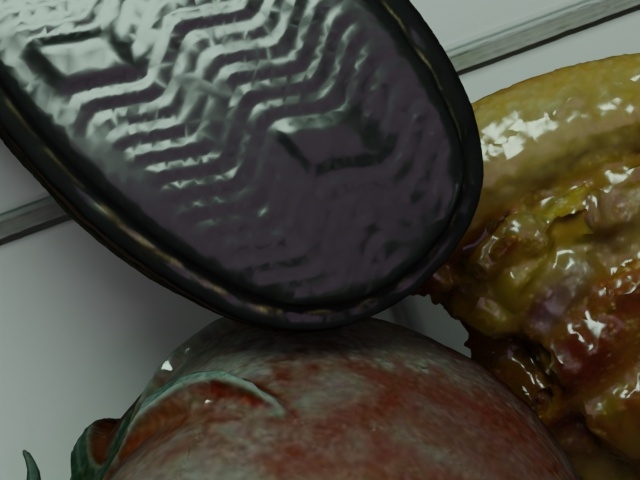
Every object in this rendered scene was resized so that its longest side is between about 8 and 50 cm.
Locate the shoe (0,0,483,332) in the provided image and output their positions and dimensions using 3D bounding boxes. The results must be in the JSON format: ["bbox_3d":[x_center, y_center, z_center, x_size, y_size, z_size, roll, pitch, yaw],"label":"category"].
[{"bbox_3d":[-0.094,-0.104,0.794,0.384,0.237,0.171,44,82,6],"label":"shoe"}]

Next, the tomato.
[{"bbox_3d":[-0.021,0.185,0.769,0.282,0.317,0.316,35,84,-8],"label":"tomato"}]

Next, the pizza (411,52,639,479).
[{"bbox_3d":[0.202,0.037,0.840,0.409,0.114,0.277,15,109,-3],"label":"pizza"}]
